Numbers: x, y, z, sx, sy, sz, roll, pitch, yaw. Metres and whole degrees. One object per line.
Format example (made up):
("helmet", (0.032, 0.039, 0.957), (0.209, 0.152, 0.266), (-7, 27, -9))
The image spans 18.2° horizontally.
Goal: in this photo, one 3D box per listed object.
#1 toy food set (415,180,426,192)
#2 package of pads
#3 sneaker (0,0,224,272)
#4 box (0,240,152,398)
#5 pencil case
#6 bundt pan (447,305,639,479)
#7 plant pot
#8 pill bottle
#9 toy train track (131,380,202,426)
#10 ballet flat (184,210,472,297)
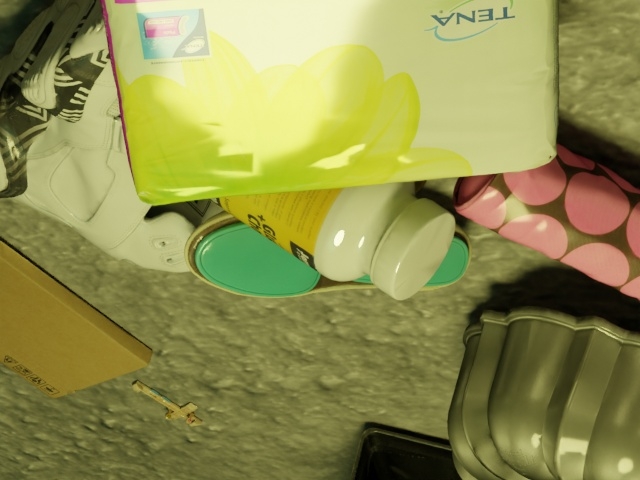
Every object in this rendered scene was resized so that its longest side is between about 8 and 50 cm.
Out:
("toy food set", (0.045, -0.106, 1.500), (0.128, 0.071, 0.218), (26, 153, 36))
("package of pads", (0.008, -0.140, 1.310), (0.296, 0.101, 0.229), (-6, 129, 0))
("sneaker", (-0.135, -0.096, 1.539), (0.210, 0.137, 0.366), (30, 149, -18))
("box", (-0.286, 0.080, 1.957), (0.201, 0.021, 0.164), (40, 141, -27))
("pencil case", (0.206, -0.021, 1.514), (0.209, 0.098, 0.095), (28, 101, -12))
("bundt pan", (0.250, 0.193, 1.692), (0.331, 0.124, 0.331), (23, 160, 9))
("plant pot", (0.115, 0.316, 1.964), (0.187, 0.188, 0.167), (12, 157, 10))
("pill bottle", (0.004, -0.034, 1.465), (0.184, 0.103, 0.103), (33, 152, 24))
("toy train track", (-0.157, 0.169, 2.026), (0.083, 0.014, 0.048), (35, 143, -21))
("ballet flat", (0.000, 0.000, 1.593), (0.248, 0.086, 0.086), (5, 153, -25))
